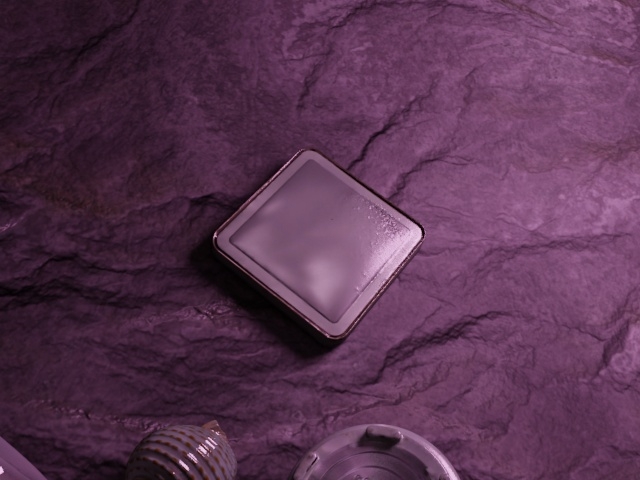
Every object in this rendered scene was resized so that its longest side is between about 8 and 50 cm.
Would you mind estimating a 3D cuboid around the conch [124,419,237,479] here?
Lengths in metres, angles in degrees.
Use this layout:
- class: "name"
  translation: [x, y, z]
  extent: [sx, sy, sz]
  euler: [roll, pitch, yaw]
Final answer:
- class: "conch"
  translation: [-0.176, 0.304, 0.946]
  extent: [0.153, 0.102, 0.135]
  euler: [-30, 86, -24]

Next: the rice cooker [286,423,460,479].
- class: "rice cooker"
  translation: [0.071, 0.368, 0.886]
  extent: [0.280, 0.227, 0.241]
  euler: [8, 54, 17]

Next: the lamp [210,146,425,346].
- class: "lamp"
  translation: [0.000, 0.000, 1.172]
  extent: [0.266, 0.047, 0.269]
  euler: [38, 62, 10]

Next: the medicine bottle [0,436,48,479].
- class: "medicine bottle"
  translation: [-0.471, 0.339, 0.782]
  extent: [0.245, 0.245, 0.306]
  euler: [36, 68, 9]
